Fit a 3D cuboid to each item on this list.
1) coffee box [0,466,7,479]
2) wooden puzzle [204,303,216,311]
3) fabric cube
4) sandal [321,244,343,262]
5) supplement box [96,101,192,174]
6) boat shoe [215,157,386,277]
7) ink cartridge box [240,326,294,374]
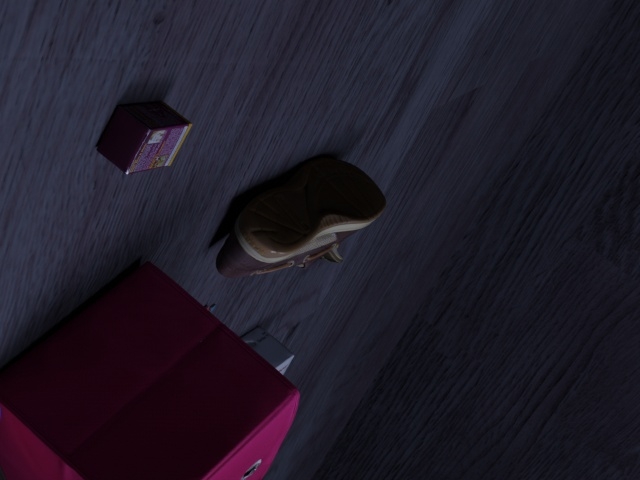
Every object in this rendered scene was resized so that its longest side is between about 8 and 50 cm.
[{"bbox_3d":[-0.401,0.197,0.857,0.297,0.119,0.168,-36,115,-46],"label":"coffee box"},{"bbox_3d":[-0.185,0.124,1.727,0.083,0.006,0.049,-47,165,-21],"label":"wooden puzzle"},{"bbox_3d":[-0.220,0.237,1.380,0.258,0.259,0.254,-41,163,-37],"label":"fabric cube"},{"bbox_3d":[0.000,0.000,1.906,0.180,0.072,0.049,54,53,-71],"label":"sandal"},{"bbox_3d":[-0.173,-0.102,1.141,0.055,0.043,0.083,-57,166,21],"label":"supplement box"},{"bbox_3d":[-0.030,-0.023,1.665,0.123,0.123,0.342,-45,172,35],"label":"boat shoe"},{"bbox_3d":[-0.152,0.271,2.019,0.153,0.087,0.208,-30,153,-57],"label":"ink cartridge box"}]
